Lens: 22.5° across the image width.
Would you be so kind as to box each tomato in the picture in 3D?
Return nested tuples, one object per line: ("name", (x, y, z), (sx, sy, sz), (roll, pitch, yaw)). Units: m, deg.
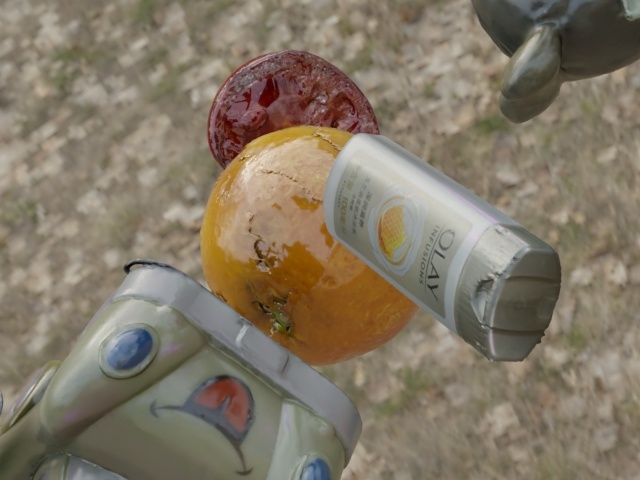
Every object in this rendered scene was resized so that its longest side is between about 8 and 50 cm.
("tomato", (-0.040, -0.152, 2.178), (0.200, 0.233, 0.139), (-54, 15, 2))

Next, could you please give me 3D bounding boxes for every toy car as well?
("toy car", (-0.158, 0.207, 1.331), (0.336, 0.242, 0.226), (-41, 15, 47))

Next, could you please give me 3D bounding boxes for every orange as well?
("orange", (0.000, 0.000, 1.638), (0.246, 0.246, 0.246), (-13, 48, 15))

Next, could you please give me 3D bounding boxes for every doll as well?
("doll", (0.250, -0.314, 1.480), (0.378, 0.252, 0.382), (-15, 64, -9))

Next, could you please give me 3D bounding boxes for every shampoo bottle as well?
("shampoo bottle", (0.078, 0.000, 1.111), (0.056, 0.086, 0.227), (3, 21, -31))

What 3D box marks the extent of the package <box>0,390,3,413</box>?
("package", (-0.352, 0.174, 1.321), (0.232, 0.040, 0.166), (-50, 43, 9))
